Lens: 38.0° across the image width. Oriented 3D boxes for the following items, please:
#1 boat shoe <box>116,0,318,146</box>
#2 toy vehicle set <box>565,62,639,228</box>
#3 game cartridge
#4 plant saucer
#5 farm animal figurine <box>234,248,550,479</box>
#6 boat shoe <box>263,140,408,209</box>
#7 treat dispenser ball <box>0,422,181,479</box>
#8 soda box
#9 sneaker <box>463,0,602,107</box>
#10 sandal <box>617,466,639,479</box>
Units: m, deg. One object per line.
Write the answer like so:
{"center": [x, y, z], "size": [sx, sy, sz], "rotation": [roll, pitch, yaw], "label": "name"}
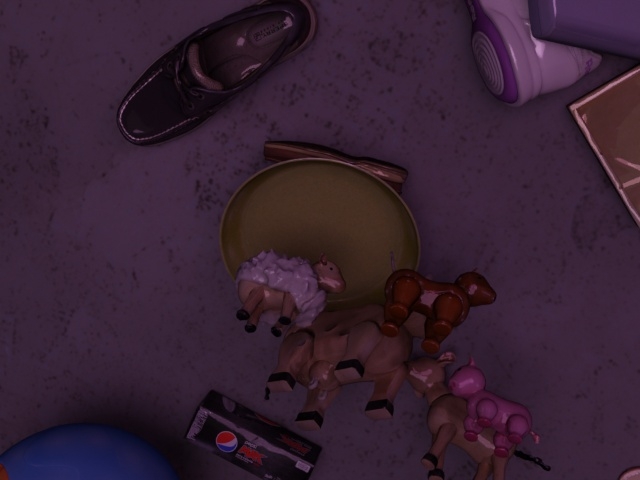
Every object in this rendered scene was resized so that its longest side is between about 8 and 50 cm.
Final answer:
{"center": [-0.135, -0.205, 1.109], "size": [0.285, 0.092, 0.102], "rotation": [-28, 94, 14], "label": "boat shoe"}
{"center": [0.436, -0.149, 1.040], "size": [0.267, 0.035, 0.166], "rotation": [-30, 94, 15], "label": "toy vehicle set"}
{"center": [0.311, -0.344, 0.961], "size": [0.196, 0.060, 0.294], "rotation": [6, 95, -17], "label": "game cartridge"}
{"center": [0.000, 0.000, 1.118], "size": [0.241, 0.037, 0.240], "rotation": [3, 122, 5], "label": "plant saucer"}
{"center": [0.091, 0.134, 1.082], "size": [0.327, 0.172, 0.330], "rotation": [0, 129, 23], "label": "farm animal figurine"}
{"center": [0.013, -0.079, 1.120], "size": [0.178, 0.064, 0.060], "rotation": [15, 101, 5], "label": "boat shoe"}
{"center": [-0.299, 0.371, 1.148], "size": [0.288, 0.288, 0.288], "rotation": [2, 101, 10], "label": "treat dispenser ball"}
{"center": [-0.087, 0.262, 1.205], "size": [0.169, 0.060, 0.053], "rotation": [27, 105, 4], "label": "soda box"}
{"center": [0.221, -0.308, 1.033], "size": [0.152, 0.114, 0.305], "rotation": [-17, 95, -10], "label": "sneaker"}
{"center": [0.435, 0.392, 1.119], "size": [0.088, 0.079, 0.240], "rotation": [-24, 95, 14], "label": "sandal"}
